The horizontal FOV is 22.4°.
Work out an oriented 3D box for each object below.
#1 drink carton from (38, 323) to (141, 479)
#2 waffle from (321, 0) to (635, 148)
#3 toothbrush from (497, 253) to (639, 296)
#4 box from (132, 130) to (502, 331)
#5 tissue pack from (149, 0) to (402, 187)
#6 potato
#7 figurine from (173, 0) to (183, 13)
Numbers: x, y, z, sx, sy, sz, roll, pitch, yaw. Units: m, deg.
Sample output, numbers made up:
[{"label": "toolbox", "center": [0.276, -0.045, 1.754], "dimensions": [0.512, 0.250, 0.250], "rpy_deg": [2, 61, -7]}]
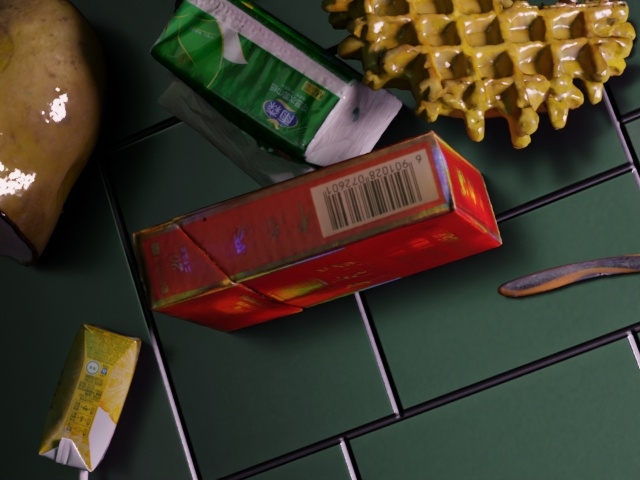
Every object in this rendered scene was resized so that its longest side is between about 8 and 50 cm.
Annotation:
[{"label": "drink carton", "center": [-0.249, 0.189, 1.700], "dimensions": [0.075, 0.084, 0.200], "rpy_deg": [19, 87, -3]}, {"label": "waffle", "center": [0.146, -0.218, 1.579], "dimensions": [0.293, 0.069, 0.260], "rpy_deg": [37, 60, 20]}, {"label": "toothbrush", "center": [0.326, 0.017, 1.563], "dimensions": [0.321, 0.023, 0.031], "rpy_deg": [-15, 70, 15]}, {"label": "box", "center": [0.001, 0.000, 1.582], "dimensions": [0.313, 0.197, 0.089], "rpy_deg": [-18, 76, 15]}, {"label": "tissue pack", "center": [-0.057, -0.145, 1.652], "dimensions": [0.209, 0.148, 0.156], "rpy_deg": [36, 96, 19]}, {"label": "potato", "center": [-0.337, -0.145, 1.733], "dimensions": [0.229, 0.229, 0.266], "rpy_deg": [23, 74, 20]}, {"label": "figurine", "center": [-0.099, -0.325, 1.727], "dimensions": [0.114, 0.108, 0.196], "rpy_deg": [28, 108, 58]}]
